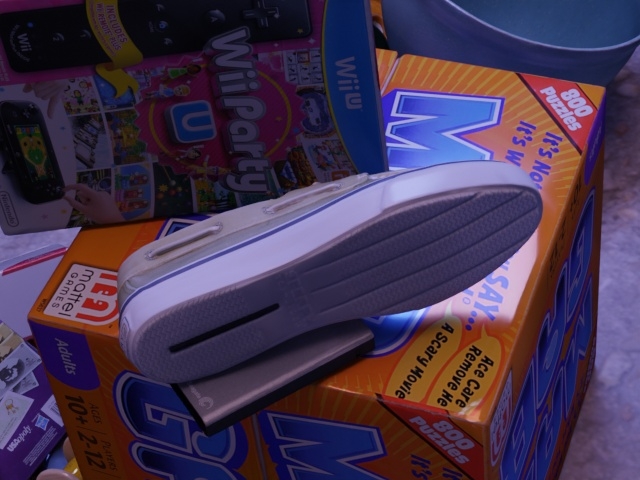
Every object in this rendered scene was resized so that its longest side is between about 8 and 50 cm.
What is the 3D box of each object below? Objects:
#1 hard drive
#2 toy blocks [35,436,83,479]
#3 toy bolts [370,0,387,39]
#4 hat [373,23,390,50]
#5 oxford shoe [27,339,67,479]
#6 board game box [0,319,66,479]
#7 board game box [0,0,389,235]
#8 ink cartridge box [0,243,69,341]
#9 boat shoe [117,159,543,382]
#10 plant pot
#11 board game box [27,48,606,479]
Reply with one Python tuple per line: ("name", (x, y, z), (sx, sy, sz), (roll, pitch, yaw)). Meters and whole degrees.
("hard drive", (-0.043, 0.072, 1.142), (0.135, 0.022, 0.094), (-27, 50, -17))
("toy blocks", (-0.200, 0.205, 1.469), (0.054, 0.123, 0.148), (20, 39, 11))
("toy bolts", (-0.037, -0.257, 1.884), (0.228, 0.158, 0.218), (-19, 82, -47))
("hat", (-0.030, -0.133, 1.773), (0.173, 0.208, 0.183), (22, 61, -28))
("oxford shoe", (-0.312, 0.197, 1.505), (0.098, 0.097, 0.271), (30, 57, 24))
("board game box", (-0.385, 0.205, 1.416), (0.208, 0.056, 0.347), (43, 70, -11))
("board game box", (-0.110, -0.129, 1.203), (0.303, 0.224, 0.097), (-7, 45, 3))
("ink cartridge box", (-0.296, 0.057, 1.586), (0.127, 0.072, 0.175), (-20, 5, -11))
("boat shoe", (0.000, 0.000, 1.116), (0.302, 0.109, 0.094), (-18, 46, -6))
("plant pot", (0.188, -0.227, 1.740), (0.293, 0.196, 0.293), (12, 44, -11))
("board game box", (0.023, 0.085, 1.383), (0.356, 0.356, 0.356), (11, 49, 18))
